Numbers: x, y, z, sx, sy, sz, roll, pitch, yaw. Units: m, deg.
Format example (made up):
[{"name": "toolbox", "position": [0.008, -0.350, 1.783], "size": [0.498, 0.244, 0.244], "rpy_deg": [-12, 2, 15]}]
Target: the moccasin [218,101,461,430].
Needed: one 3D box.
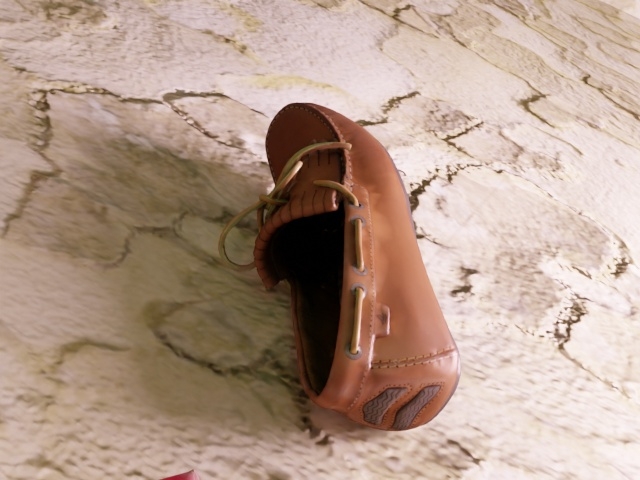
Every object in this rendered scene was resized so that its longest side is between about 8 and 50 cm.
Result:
[{"name": "moccasin", "position": [-0.001, 0.002, 0.841], "size": [0.147, 0.139, 0.380], "rpy_deg": [13, 43, -26]}]

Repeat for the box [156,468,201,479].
[{"name": "box", "position": [-0.109, 0.222, 0.360], "size": [0.128, 0.256, 0.122], "rpy_deg": [-7, 45, -34]}]
